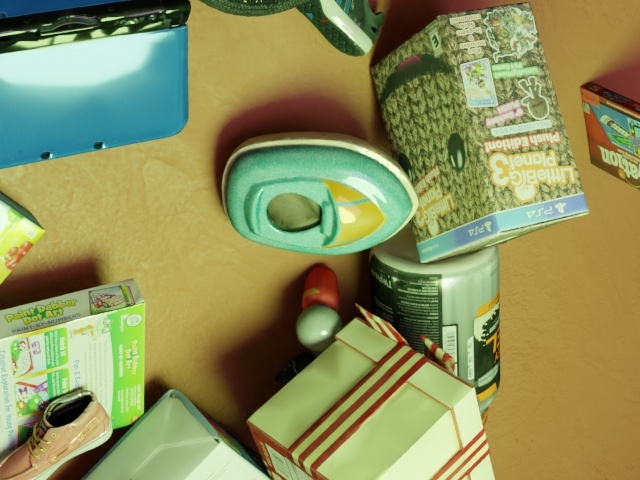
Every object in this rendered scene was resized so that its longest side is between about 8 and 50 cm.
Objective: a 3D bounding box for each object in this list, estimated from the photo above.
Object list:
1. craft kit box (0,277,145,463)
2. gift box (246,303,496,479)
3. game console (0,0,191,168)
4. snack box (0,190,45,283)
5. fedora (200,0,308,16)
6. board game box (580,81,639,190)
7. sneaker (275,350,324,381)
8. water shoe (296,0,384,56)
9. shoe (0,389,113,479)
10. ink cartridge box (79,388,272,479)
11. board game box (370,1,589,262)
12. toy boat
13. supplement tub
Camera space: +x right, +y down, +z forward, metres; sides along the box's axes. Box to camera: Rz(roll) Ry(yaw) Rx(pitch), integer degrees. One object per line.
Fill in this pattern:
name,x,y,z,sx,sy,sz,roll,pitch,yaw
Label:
craft kit box,-0.356,0.180,1.600,0.247,0.061,0.250,-11,136,-21
gift box,0.070,0.263,1.653,0.258,0.276,0.255,-39,141,-23
game console,-0.317,-0.248,1.437,0.293,0.250,0.173,-13,160,-23
snack box,-0.477,0.010,1.489,0.207,0.070,0.174,-49,128,-1
fedora,-0.077,-0.442,1.446,0.334,0.152,0.334,-12,118,-24
board game box,0.496,-0.134,1.823,0.027,0.281,0.145,-27,122,-15
sneaker,0.020,0.277,1.841,0.090,0.081,0.232,-31,90,-13
water shoe,0.009,-0.334,1.608,0.203,0.073,0.080,47,65,-39
shoe,-0.365,0.264,1.594,0.178,0.063,0.081,-29,140,-14
ink cartridge box,-0.171,0.431,1.783,0.270,0.151,0.395,-45,134,-3
board game box,0.205,-0.139,1.623,0.141,0.232,0.291,-13,84,-22
toy boat,0.000,0.000,1.666,0.268,0.148,0.318,1,128,3
supplement tub,0.176,0.140,1.832,0.194,0.193,0.316,-16,120,-21
